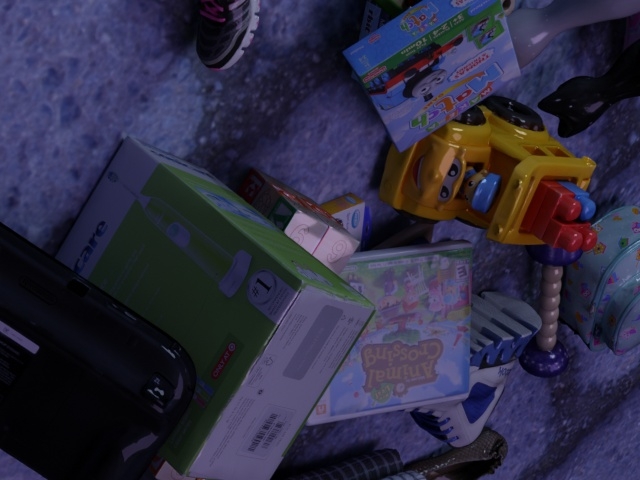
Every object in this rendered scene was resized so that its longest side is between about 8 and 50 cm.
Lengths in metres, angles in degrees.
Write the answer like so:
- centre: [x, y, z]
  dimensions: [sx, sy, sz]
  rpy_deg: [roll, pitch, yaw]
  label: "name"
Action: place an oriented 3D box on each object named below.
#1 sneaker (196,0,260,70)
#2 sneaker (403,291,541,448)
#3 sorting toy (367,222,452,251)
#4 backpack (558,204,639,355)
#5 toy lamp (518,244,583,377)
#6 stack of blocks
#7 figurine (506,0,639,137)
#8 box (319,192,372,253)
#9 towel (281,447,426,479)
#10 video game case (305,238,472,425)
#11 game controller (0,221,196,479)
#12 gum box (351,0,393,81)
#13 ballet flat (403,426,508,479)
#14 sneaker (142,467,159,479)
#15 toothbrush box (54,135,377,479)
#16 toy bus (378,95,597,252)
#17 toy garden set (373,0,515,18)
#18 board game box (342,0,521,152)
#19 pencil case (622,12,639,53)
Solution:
- centre: [-0.093, -0.239, 1.337]
  dimensions: [0.075, 0.063, 0.170]
  rpy_deg: [-2, 116, -44]
  label: "sneaker"
- centre: [0.147, 0.192, 1.864]
  dimensions: [0.315, 0.127, 0.182]
  rpy_deg: [-14, 127, -40]
  label: "sneaker"
- centre: [0.079, 0.058, 1.734]
  dimensions: [0.274, 0.046, 0.132]
  rpy_deg: [-30, 149, -24]
  label: "sorting toy"
- centre: [0.419, 0.052, 2.017]
  dimensions: [0.166, 0.144, 0.188]
  rpy_deg: [-26, 132, -22]
  label: "backpack"
- centre: [0.307, 0.063, 1.966]
  dimensions: [0.080, 0.080, 0.274]
  rpy_deg: [-28, 139, -27]
  label: "toy lamp"
- centre: [-0.085, 0.093, 1.502]
  dimensions: [0.087, 0.171, 0.297]
  rpy_deg: [28, 98, -33]
  label: "stack of blocks"
- centre: [0.314, -0.223, 1.674]
  dimensions: [0.209, 0.092, 0.215]
  rpy_deg: [-29, 130, 25]
  label: "figurine"
- centre: [0.000, 0.000, 1.647]
  dimensions: [0.136, 0.028, 0.081]
  rpy_deg: [-23, 134, -34]
  label: "box"
- centre: [-0.001, 0.420, 1.909]
  dimensions: [0.235, 0.121, 0.283]
  rpy_deg: [-11, 125, -42]
  label: "towel"
- centre: [0.076, 0.104, 1.673]
  dimensions: [0.212, 0.023, 0.193]
  rpy_deg: [-7, 107, -23]
  label: "video game case"
- centre: [-0.269, 0.088, 1.259]
  dimensions: [0.166, 0.319, 0.067]
  rpy_deg: [-56, 180, 16]
  label: "game controller"
- centre: [0.126, -0.247, 1.565]
  dimensions: [0.184, 0.041, 0.157]
  rpy_deg: [-14, 127, -39]
  label: "gum box"
- centre: [0.169, 0.340, 2.058]
  dimensions: [0.250, 0.058, 0.084]
  rpy_deg: [-25, 134, -30]
  label: "ballet flat"
- centre: [-0.174, 0.258, 1.664]
  dimensions: [0.061, 0.054, 0.152]
  rpy_deg: [-34, 145, -35]
  label: "sneaker"
- centre: [-0.119, 0.064, 1.371]
  dimensions: [0.122, 0.283, 0.206]
  rpy_deg: [21, 102, -52]
  label: "toothbrush box"
- centre: [0.209, -0.058, 1.663]
  dimensions: [0.220, 0.211, 0.149]
  rpy_deg: [0, 121, -43]
  label: "toy bus"
- centre: [0.174, -0.306, 1.497]
  dimensions: [0.204, 0.049, 0.244]
  rpy_deg: [31, 91, -48]
  label: "toy garden set"
- centre: [0.120, -0.182, 1.508]
  dimensions: [0.160, 0.039, 0.211]
  rpy_deg: [-33, 159, 3]
  label: "board game box"
- centre: [0.409, -0.306, 1.745]
  dimensions: [0.124, 0.124, 0.284]
  rpy_deg: [-37, 139, -17]
  label: "pencil case"
